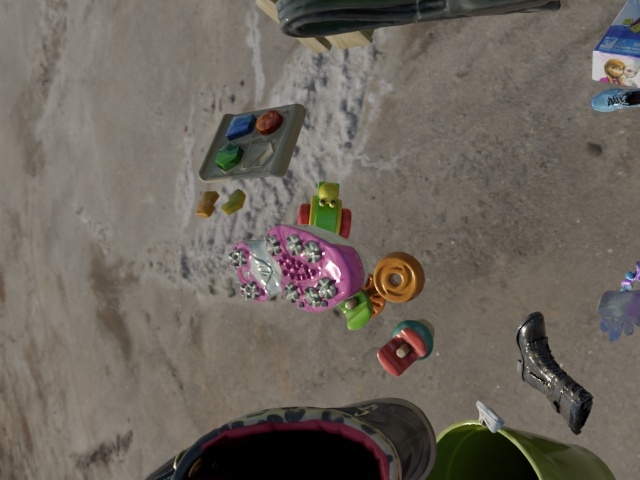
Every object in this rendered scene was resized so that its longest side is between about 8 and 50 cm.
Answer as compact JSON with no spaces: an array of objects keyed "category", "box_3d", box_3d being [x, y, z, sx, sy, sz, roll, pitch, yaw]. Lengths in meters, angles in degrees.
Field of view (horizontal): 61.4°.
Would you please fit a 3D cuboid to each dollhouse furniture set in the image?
[{"category":"dollhouse furniture set","box_3d":[-0.002,-0.324,0.634,0.144,0.123,0.151,13,79,50]}]

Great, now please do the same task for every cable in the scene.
[{"category":"cable","box_3d":[0.108,-0.229,0.473,0.287,0.139,0.072,-2,99,14]}]

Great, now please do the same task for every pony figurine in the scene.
[{"category":"pony figurine","box_3d":[0.950,0.173,1.480,0.302,0.351,0.363,39,128,1]}]

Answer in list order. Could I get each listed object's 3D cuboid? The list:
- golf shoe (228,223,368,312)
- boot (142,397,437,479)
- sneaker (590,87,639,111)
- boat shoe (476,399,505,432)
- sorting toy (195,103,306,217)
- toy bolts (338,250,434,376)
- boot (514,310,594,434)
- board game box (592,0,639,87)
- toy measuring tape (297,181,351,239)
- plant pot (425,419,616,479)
[{"category":"golf shoe","box_3d":[-0.015,0.022,0.737,0.306,0.140,0.115,-1,105,59]},{"category":"boot","box_3d":[-0.076,0.240,0.496,0.377,0.284,0.138,-18,71,7]},{"category":"sneaker","box_3d":[0.837,-0.396,1.495,0.162,0.073,0.064,-1,100,36]},{"category":"boat shoe","box_3d":[0.315,0.335,1.020,0.035,0.035,0.100,-54,7,0]},{"category":"sorting toy","box_3d":[-0.174,-0.191,1.232,0.228,0.041,0.307,1,59,26]},{"category":"toy bolts","box_3d":[0.165,0.135,1.109,0.218,0.158,0.229,-41,80,27]},{"category":"boot","box_3d":[0.602,0.333,1.370,0.229,0.091,0.263,-130,24,-57]},{"category":"board game box","box_3d":[0.631,-0.340,0.790,0.318,0.066,0.318,26,71,37]},{"category":"toy measuring tape","box_3d":[0.000,0.000,1.166,0.121,0.121,0.330,57,156,27]},{"category":"plant pot","box_3d":[0.487,0.599,1.232,0.366,0.352,0.367,-24,62,55]}]
